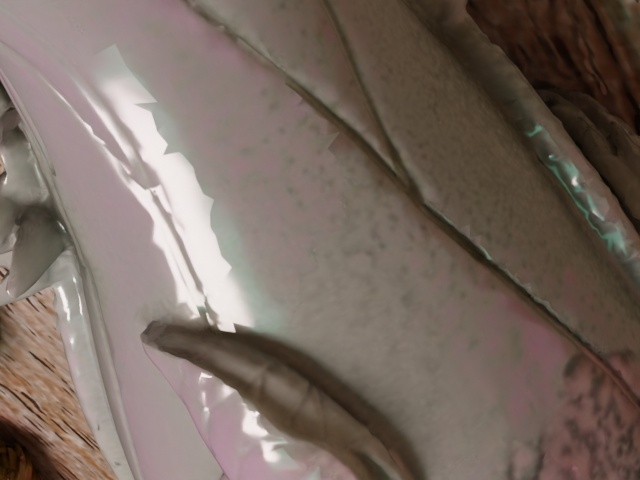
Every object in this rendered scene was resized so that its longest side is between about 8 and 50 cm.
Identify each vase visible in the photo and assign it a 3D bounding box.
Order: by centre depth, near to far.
[{"bbox_3d":[0.000,0.000,0.551,0.250,0.250,0.445,0,135,37],"label":"vase"}]

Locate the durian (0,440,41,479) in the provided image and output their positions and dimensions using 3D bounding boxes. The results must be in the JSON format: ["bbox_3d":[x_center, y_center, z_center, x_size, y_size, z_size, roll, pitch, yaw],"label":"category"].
[{"bbox_3d":[-0.259,0.250,1.216,0.191,0.112,0.341,17,140,34],"label":"durian"}]
